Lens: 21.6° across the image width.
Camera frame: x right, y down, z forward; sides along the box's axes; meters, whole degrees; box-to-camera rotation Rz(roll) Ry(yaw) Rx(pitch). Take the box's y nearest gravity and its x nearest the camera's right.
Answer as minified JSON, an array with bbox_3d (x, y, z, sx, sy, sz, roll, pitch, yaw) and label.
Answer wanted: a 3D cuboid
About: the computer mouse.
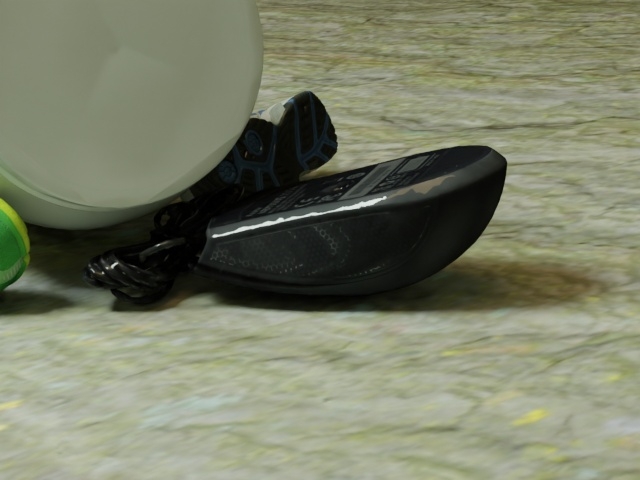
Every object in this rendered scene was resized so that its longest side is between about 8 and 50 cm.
[{"bbox_3d":[0.000,0.000,1.092,0.272,0.072,0.188,-10,12,27],"label":"computer mouse"}]

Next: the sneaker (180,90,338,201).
[{"bbox_3d":[-0.060,-0.057,1.330,0.081,0.080,0.211,-21,5,29],"label":"sneaker"}]

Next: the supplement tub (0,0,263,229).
[{"bbox_3d":[-0.194,-0.130,1.205,0.241,0.241,0.331,-10,7,-23],"label":"supplement tub"}]

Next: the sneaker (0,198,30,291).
[{"bbox_3d":[-0.334,0.016,1.084,0.295,0.109,0.123,2,44,3],"label":"sneaker"}]
